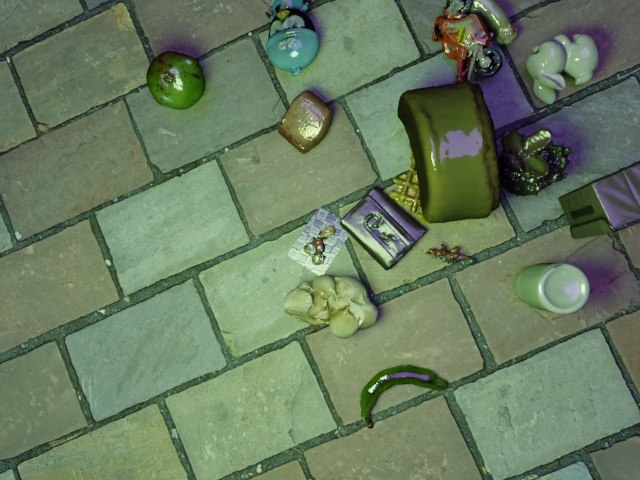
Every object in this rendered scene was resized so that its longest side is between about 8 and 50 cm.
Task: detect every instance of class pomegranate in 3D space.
[{"bbox_3d":[-0.451,-0.506,1.623,0.182,0.224,0.181,0,103,-2],"label":"pomegranate"}]

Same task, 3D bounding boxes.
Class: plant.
[{"bbox_3d":[0.623,-0.232,1.509,0.178,0.234,0.204,-43,78,-4],"label":"plant"}]

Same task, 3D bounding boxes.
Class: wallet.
[{"bbox_3d":[0.195,-0.042,1.620,0.229,0.049,0.182,44,92,8],"label":"wallet"}]

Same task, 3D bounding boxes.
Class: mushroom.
[{"bbox_3d":[0.535,-0.713,1.613,0.223,0.092,0.081,42,48,4],"label":"mushroom"}]

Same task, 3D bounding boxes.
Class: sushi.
[{"bbox_3d":[0.000,0.000,1.643,0.139,0.031,0.200,33,89,7],"label":"sushi"}]

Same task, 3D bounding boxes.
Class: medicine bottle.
[{"bbox_3d":[0.653,0.134,1.465,0.145,0.252,0.144,0,87,2],"label":"medicine bottle"}]

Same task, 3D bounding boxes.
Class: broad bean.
[{"bbox_3d":[0.238,0.462,1.585,0.292,0.049,0.144,-30,90,5],"label":"broad bean"}]

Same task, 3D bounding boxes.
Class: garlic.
[{"bbox_3d":[0.041,0.183,1.547,0.281,0.203,0.184,23,70,10],"label":"garlic"}]

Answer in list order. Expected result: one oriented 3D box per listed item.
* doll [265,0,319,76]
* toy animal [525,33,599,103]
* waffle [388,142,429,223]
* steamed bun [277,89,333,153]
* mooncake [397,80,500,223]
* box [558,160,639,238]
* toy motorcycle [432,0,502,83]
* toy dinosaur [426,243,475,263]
[{"bbox_3d":[-0.097,-0.677,1.646,0.177,0.141,0.313,-11,80,17],"label":"doll"},{"bbox_3d":[0.745,-0.538,1.566,0.193,0.127,0.178,-24,86,1],"label":"toy animal"},{"bbox_3d":[0.371,-0.206,1.611,0.282,0.058,0.300,43,91,7],"label":"waffle"},{"bbox_3d":[-0.042,-0.378,1.641,0.145,0.106,0.175,38,104,1],"label":"steamed bun"},{"bbox_3d":[0.378,-0.249,1.473,0.247,0.393,0.393,-11,126,7],"label":"mooncake"},{"bbox_3d":[0.836,-0.112,1.463,0.189,0.252,0.153,-22,83,4],"label":"box"},{"bbox_3d":[0.451,-0.629,1.599,0.171,0.089,0.297,-26,86,32],"label":"toy motorcycle"},{"bbox_3d":[0.408,0.047,1.591,0.154,0.049,0.055,13,122,6],"label":"toy dinosaur"}]
